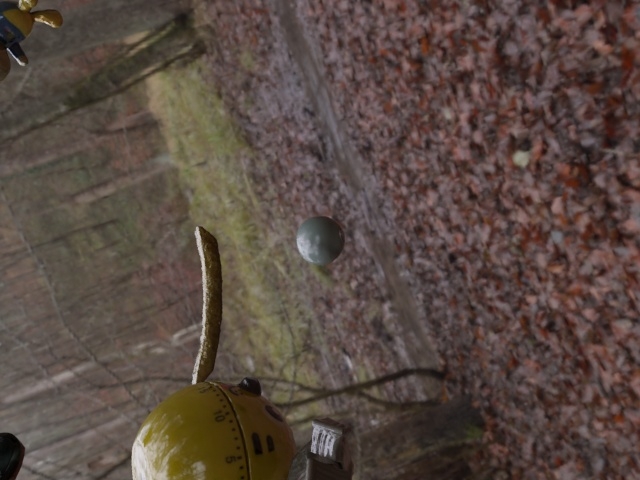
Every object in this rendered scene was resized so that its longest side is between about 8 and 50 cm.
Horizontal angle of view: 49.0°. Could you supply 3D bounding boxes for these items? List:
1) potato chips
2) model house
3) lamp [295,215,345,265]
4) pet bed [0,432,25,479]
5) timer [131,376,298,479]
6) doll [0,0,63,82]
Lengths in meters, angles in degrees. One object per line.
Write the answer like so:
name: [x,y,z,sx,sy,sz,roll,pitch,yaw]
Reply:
potato chips: [-0.281,0.168,1.751,0.057,0.080,0.407,2,90,60]
model house: [-0.009,0.413,1.195,0.188,0.122,0.229,90,-168,-49]
lamp: [0.000,0.000,1.451,0.105,0.105,0.105,160,90,-79]
pet bed: [-0.874,0.596,1.835,0.201,0.201,0.053,-121,14,-46]
timer: [-0.176,0.447,1.430,0.376,0.386,0.376,7,98,60]
doll: [-0.420,-0.249,0.899,0.089,0.179,0.102,60,-174,25]
